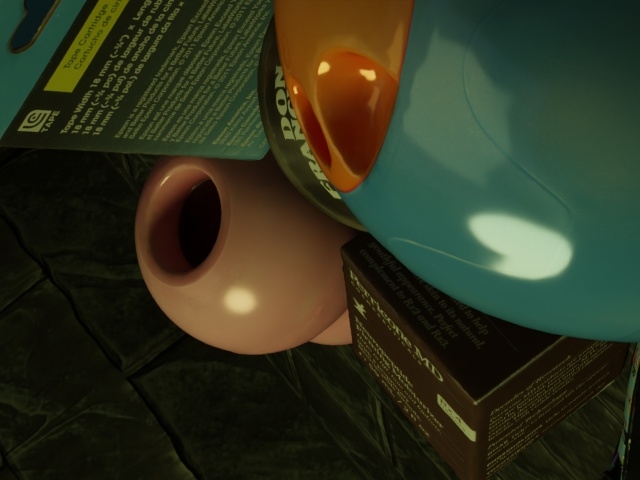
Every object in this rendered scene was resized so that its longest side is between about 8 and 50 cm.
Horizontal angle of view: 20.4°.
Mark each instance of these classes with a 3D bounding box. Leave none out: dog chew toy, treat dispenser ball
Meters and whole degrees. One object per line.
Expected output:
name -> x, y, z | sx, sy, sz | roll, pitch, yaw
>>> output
dog chew toy -> 0.000, 0.000, 1.546 | 0.332, 0.206, 0.206 | 8, -151, -47
treat dispenser ball -> 0.124, -0.102, 0.728 | 0.288, 0.288, 0.288 | 51, 167, 16

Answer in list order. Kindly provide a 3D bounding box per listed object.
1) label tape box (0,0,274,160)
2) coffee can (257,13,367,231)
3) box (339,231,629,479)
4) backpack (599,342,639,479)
label tape box -> -0.108, -0.176, 1.157 | 0.333, 0.240, 0.106 | 1, -137, -52
coffee can -> 0.096, -0.095, 1.057 | 0.201, 0.201, 0.275 | 58, 167, -13
box -> 0.132, 0.059, 1.404 | 0.168, 0.167, 0.203 | 49, 167, 23
backpack -> 0.262, 0.111, 1.160 | 0.158, 0.117, 0.173 | -125, 41, -80
